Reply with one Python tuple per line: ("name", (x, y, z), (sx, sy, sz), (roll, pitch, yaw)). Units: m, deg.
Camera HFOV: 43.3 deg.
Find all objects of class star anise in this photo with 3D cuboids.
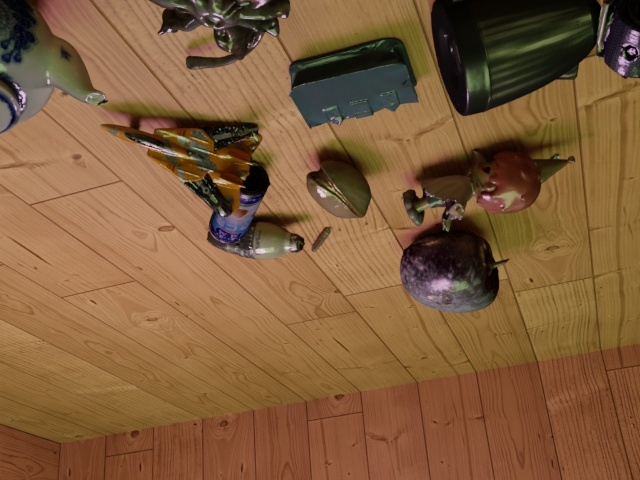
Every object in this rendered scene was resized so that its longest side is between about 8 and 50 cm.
("star anise", (-0.170, -0.394, 1.264), (0.359, 0.139, 0.316), (-4, 152, 36))

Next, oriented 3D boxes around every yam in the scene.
("yam", (0.000, 0.000, 2.147), (0.021, 0.021, 0.116), (6, 150, -20))

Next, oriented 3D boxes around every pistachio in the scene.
("pistachio", (0.043, -0.116, 1.818), (0.124, 0.124, 0.185), (-23, 150, 31))

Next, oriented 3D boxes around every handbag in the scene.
("handbag", (0.065, -0.294, 1.550), (0.229, 0.062, 0.179), (-12, 155, 13))

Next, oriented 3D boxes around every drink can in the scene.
("drink can", (-0.192, -0.085, 1.870), (0.097, 0.097, 0.235), (5, 150, -19))

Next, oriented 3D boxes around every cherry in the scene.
("cherry", (0.357, 0.082, 2.158), (0.296, 0.218, 0.255), (-4, 160, 28))

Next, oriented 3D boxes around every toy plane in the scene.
("toy plane", (-0.293, -0.184, 1.653), (0.316, 0.204, 0.103), (18, -173, -11))

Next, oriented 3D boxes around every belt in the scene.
("belt", (0.545, -0.362, 1.322), (0.140, 0.230, 0.126), (27, 149, 22))

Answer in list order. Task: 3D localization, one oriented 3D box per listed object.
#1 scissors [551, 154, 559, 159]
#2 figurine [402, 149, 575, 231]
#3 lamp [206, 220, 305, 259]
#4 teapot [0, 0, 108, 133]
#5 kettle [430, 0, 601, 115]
("scissors", (0.514, -0.144, 1.953), (0.110, 0.021, 0.212), (4, 152, -21))
("figurine", (0.381, -0.130, 1.832), (0.387, 0.166, 0.207), (-18, -176, 20))
("lamp", (-0.165, -0.001, 2.043), (0.250, 0.101, 0.101), (3, 154, 11))
("teapot", (-0.548, -0.263, 1.265), (0.424, 0.280, 0.252), (-1, 151, -5))
("kettle", (0.338, -0.363, 1.361), (0.271, 0.250, 0.207), (-15, -176, 0))
